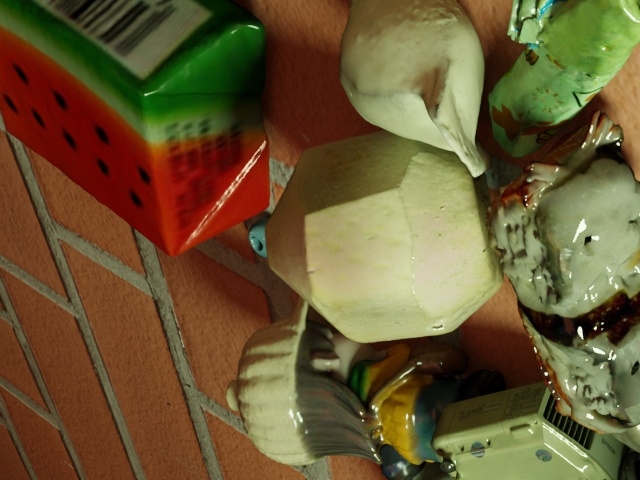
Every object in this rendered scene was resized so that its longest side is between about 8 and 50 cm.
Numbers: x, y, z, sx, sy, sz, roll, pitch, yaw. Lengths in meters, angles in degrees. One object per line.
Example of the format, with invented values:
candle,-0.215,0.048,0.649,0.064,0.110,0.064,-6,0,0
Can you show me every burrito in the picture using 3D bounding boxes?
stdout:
burrito,0.193,-0.162,1.103,0.104,0.054,0.288,49,153,6

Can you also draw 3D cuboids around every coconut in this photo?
coconut,0.059,0.001,1.327,0.237,0.237,0.197,-22,74,61

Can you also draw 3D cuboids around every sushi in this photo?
sushi,0.238,0.039,1.202,0.130,0.124,0.332,23,144,55

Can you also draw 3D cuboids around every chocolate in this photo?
chocolate,-0.232,-0.186,1.562,0.360,0.161,0.341,36,152,23

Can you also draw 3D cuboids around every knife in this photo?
knife,-0.001,-0.002,1.603,0.244,0.032,0.058,2,118,49

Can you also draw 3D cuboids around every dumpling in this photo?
dumpling,0.088,-0.145,1.215,0.216,0.126,0.166,28,166,39

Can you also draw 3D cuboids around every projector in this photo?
projector,0.257,0.270,1.426,0.193,0.088,0.269,-20,119,36

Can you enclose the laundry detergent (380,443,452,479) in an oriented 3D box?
laundry detergent,0.174,0.358,1.706,0.280,0.105,0.215,55,152,-6

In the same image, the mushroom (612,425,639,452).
mushroom,0.337,0.198,1.341,0.202,0.054,0.059,46,158,-4

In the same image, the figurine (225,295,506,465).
figurine,0.044,0.191,1.580,0.332,0.204,0.185,22,139,41
